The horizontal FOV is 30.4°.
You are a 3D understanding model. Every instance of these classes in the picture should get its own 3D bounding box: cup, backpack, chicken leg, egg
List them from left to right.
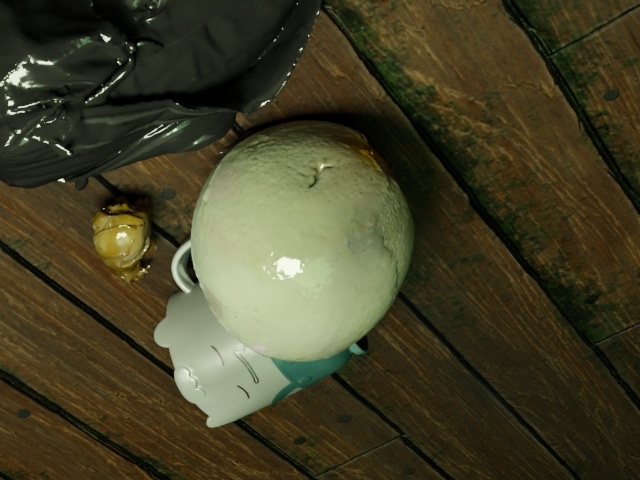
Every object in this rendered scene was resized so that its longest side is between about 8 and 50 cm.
[{"bbox_3d":[-0.279,0.001,1.697,0.085,0.101,0.207,-3,157,-4],"label":"chicken leg"},{"bbox_3d":[-0.199,-0.214,1.315,0.445,0.255,0.363,-29,179,-7],"label":"backpack"},{"bbox_3d":[-0.101,0.105,1.766,0.257,0.219,0.290,-26,104,13],"label":"cup"},{"bbox_3d":[0.000,0.000,1.561,0.337,0.337,0.201,13,172,-25],"label":"egg"}]
